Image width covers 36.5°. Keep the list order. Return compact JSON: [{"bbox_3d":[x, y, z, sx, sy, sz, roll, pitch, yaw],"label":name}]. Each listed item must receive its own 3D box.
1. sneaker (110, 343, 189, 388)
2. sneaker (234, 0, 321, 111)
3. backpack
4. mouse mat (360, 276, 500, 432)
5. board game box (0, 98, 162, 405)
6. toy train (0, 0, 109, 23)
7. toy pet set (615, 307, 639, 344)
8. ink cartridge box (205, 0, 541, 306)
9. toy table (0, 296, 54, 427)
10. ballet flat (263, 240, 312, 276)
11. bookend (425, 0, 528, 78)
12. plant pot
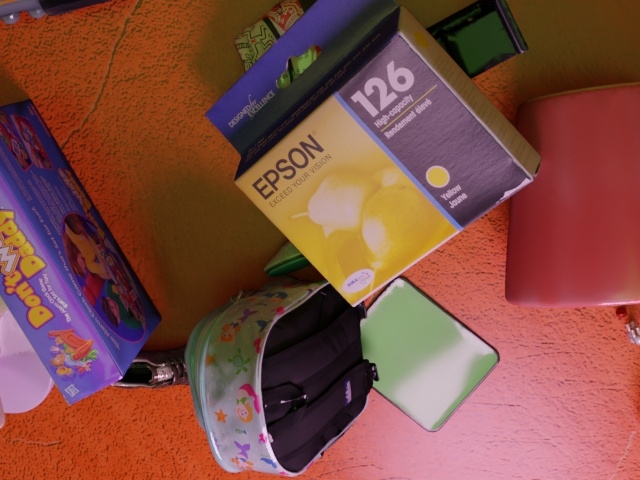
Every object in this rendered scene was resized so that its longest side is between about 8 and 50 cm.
[{"bbox_3d":[-0.200,0.179,1.322,0.188,0.071,0.066,-8,102,5],"label":"sneaker"},{"bbox_3d":[-0.003,-0.170,1.231,0.145,0.090,0.270,-27,98,10],"label":"sneaker"},{"bbox_3d":[-0.059,0.171,1.223,0.191,0.253,0.225,-3,106,24],"label":"backpack"},{"bbox_3d":[0.132,0.159,1.338,0.189,0.007,0.153,39,101,-5],"label":"mouse mat"},{"bbox_3d":[-0.338,0.002,1.207,0.078,0.233,0.347,-28,99,8],"label":"board game box"},{"bbox_3d":[-0.400,-0.359,1.185,0.333,0.142,0.190,-11,111,5],"label":"toy train"},{"bbox_3d":[0.469,0.119,1.271,0.122,0.114,0.065,-26,117,10],"label":"toy pet set"},{"bbox_3d":[0.043,-0.111,1.142,0.307,0.072,0.303,44,127,-10],"label":"ink cartridge box"},{"bbox_3d":[-0.478,0.130,1.279,0.274,0.161,0.252,43,101,-6],"label":"toy table"},{"bbox_3d":[0.000,0.000,1.293,0.168,0.057,0.052,-19,73,3],"label":"ballet flat"},{"bbox_3d":[0.155,-0.227,1.175,0.157,0.156,0.072,-28,100,9],"label":"bookend"},{"bbox_3d":[0.344,-0.055,1.165,0.274,0.275,0.243,-6,92,4],"label":"plant pot"}]
